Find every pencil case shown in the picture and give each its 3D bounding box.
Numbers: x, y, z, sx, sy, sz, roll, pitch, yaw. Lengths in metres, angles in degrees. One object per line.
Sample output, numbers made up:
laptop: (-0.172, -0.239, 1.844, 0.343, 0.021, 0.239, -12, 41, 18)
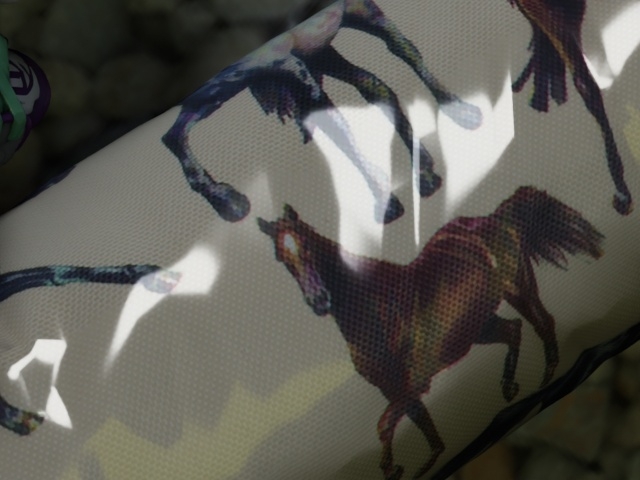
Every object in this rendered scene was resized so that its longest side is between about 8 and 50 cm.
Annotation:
pencil case: (0.000, 0.000, 0.622, 0.410, 0.160, 0.183, -33, 71, -13)

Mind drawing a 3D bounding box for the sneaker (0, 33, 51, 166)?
sneaker: (-0.124, -0.054, 0.547, 0.098, 0.224, 0.083, -15, 91, -21)

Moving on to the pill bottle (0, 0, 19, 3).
pill bottle: (-0.147, -0.139, 0.563, 0.215, 0.117, 0.117, 6, 103, -21)
